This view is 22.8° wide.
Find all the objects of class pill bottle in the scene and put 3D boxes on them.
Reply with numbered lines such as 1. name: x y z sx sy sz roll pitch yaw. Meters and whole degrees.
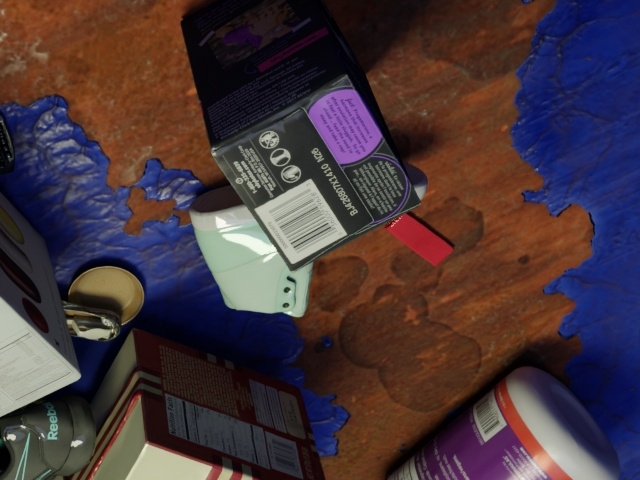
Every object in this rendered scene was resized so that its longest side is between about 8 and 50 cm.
1. pill bottle: 0.187 0.311 1.898 0.323 0.181 0.181 -43 120 16

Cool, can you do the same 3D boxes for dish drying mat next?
1. dish drying mat: 0.112 -0.002 1.787 0.083 0.008 0.032 35 111 -29

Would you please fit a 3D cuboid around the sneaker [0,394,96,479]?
1. sneaker: -0.340 0.247 1.712 0.106 0.101 0.267 1 143 -36

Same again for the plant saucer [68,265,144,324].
1. plant saucer: -0.237 0.059 1.751 0.083 0.015 0.083 -5 124 -8

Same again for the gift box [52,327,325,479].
1. gift box: -0.139 0.295 1.725 0.276 0.255 0.258 25 112 -18

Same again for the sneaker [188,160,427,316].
1. sneaker: 0.000 0.000 1.712 0.255 0.094 0.151 -11 118 7

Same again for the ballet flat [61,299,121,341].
1. ballet flat: -0.272 0.089 1.730 0.114 0.041 0.041 9 120 -16

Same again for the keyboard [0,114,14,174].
1. keyboard: -0.406 -0.064 1.627 0.192 0.038 0.100 -14 124 -1

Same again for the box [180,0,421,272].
1. box: -0.025 -0.126 1.522 0.143 0.270 0.165 -28 123 7

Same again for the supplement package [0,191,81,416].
1. supplement package: -0.364 0.048 1.578 0.149 0.194 0.203 -26 145 5

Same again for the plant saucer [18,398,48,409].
1. plant saucer: -0.302 0.268 1.854 0.188 0.045 0.188 25 115 -24
